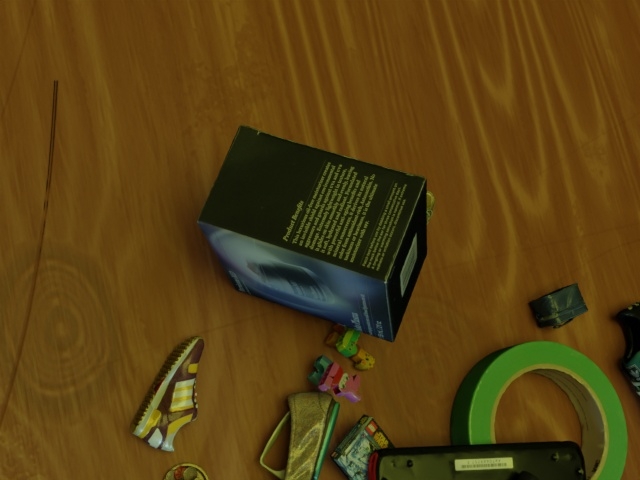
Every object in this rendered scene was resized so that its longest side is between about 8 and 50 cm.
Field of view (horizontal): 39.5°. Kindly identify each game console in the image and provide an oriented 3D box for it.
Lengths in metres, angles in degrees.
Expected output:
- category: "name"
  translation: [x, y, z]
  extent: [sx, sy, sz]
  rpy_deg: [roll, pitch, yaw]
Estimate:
- category: "game console"
  translation: [0.269, 0.509, 1.459]
  extent: [0.386, 0.060, 0.342]
  rpy_deg: [1, 75, -15]

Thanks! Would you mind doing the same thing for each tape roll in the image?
- category: "tape roll"
  translation: [0.392, 0.343, 1.594]
  extent: [0.321, 0.077, 0.321]
  rpy_deg: [4, 76, -17]

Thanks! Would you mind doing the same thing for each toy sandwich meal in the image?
- category: "toy sandwich meal"
  translation: [-0.209, 0.394, 1.406]
  extent: [0.085, 0.029, 0.086]
  rpy_deg: [5, 75, -17]

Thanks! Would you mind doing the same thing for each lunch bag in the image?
- category: "lunch bag"
  translation: [0.447, 0.128, 1.670]
  extent: [0.098, 0.067, 0.065]
  rpy_deg: [-21, 83, -21]

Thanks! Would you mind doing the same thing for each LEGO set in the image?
- category: "LEGO set"
  translation: [0.058, 0.195, 1.510]
  extent: [0.093, 0.087, 0.227]
  rpy_deg: [40, 48, -13]

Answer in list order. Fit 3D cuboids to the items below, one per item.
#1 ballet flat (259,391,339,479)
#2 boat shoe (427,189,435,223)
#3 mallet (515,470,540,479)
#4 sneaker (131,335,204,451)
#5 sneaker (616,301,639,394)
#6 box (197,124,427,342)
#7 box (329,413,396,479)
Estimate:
- category: "ballet flat"
  translation: [-0.053, 0.394, 1.433]
  extent: [0.106, 0.107, 0.316]
  rpy_deg: [12, 66, 6]
- category: "boat shoe"
  translation: [0.168, -0.034, 1.629]
  extent: [0.056, 0.048, 0.153]
  rpy_deg: [42, 68, -5]
- category: "mallet"
  translation: [0.380, 0.462, 1.452]
  extent: [0.190, 0.039, 0.062]
  rpy_deg: [47, 70, -3]
- category: "sneaker"
  translation: [-0.224, 0.244, 1.425]
  extent: [0.084, 0.069, 0.185]
  rpy_deg: [35, 74, -17]
- category: "sneaker"
  translation: [0.633, 0.264, 1.683]
  extent: [0.121, 0.108, 0.302]
  rpy_deg: [-1, 69, -18]
- category: "box"
  translation: [0.000, 0.000, 1.385]
  extent: [0.294, 0.296, 0.183]
  rpy_deg: [18, 70, 15]
- category: "box"
  translation: [0.085, 0.370, 1.484]
  extent: [0.094, 0.027, 0.137]
  rpy_deg: [-46, 117, -22]
